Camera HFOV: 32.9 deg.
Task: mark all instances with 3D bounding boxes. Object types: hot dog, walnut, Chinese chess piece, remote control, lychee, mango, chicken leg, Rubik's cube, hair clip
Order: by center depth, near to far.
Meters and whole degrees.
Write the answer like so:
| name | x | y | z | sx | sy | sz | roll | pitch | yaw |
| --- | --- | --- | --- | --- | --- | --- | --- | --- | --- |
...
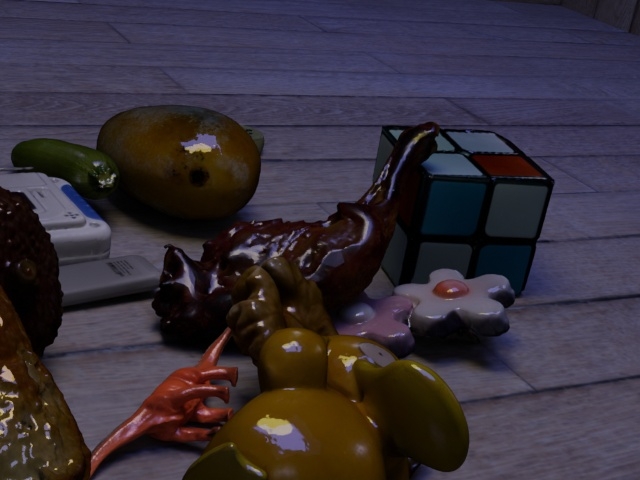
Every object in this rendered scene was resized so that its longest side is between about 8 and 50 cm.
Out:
| name | x | y | z | sx | sy | sz | roll | pitch | yaw |
| --- | --- | --- | --- | --- | --- | --- | --- | --- | --- |
| hot dog | -0.285 | 0.129 | 0.832 | 0.175 | 0.114 | 0.259 | -18 | 59 | -25 |
| lychee | -0.330 | 0.037 | 1.000 | 0.194 | 0.194 | 0.194 | 8 | 23 | -4 |
| walnut | -0.030 | 0.102 | 1.044 | 0.069 | 0.170 | 0.143 | -29 | 0 | 31 |
| remote control | -0.297 | 0.056 | 1.170 | 0.261 | 0.029 | 0.067 | -10 | 31 | -35 |
| chicken leg | 0.000 | 0.000 | 1.202 | 0.407 | 0.096 | 0.158 | -34 | 60 | -20 |
| hair clip | 0.098 | 0.086 | 1.211 | 0.257 | 0.075 | 0.146 | -4 | 31 | -20 |
| Rubik's cube | 0.172 | -0.040 | 1.401 | 0.183 | 0.167 | 0.180 | 2 | 25 | -15 |
| mango | -0.200 | -0.118 | 1.465 | 0.193 | 0.146 | 0.316 | 3 | 17 | -35 |
| Chinese chess piece | -0.131 | -0.160 | 1.727 | 0.084 | 0.034 | 0.084 | 9 | 22 | -4 |

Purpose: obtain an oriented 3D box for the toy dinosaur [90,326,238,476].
| name | x | y | z | sx | sy | sz | roll | pitch | yaw |
| --- | --- | --- | --- | --- | --- | --- | --- | --- | --- |
| toy dinosaur | -0.129 | 0.157 | 0.968 | 0.101 | 0.055 | 0.279 | -2 | 19 | 17 |

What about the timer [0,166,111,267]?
| name | x | y | z | sx | sy | sz | roll | pitch | yaw |
| --- | --- | --- | --- | --- | --- | --- | --- | --- | --- |
| timer | -0.382 | -0.019 | 1.239 | 0.253 | 0.078 | 0.178 | -6 | 28 | -35 |

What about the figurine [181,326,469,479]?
| name | x | y | z | sx | sy | sz | roll | pitch | yaw |
| --- | --- | --- | --- | --- | --- | --- | --- | --- | --- |
| figurine | -0.001 | 0.167 | 0.847 | 0.228 | 0.215 | 0.215 | -33 | 43 | -26 |

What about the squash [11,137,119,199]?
| name | x | y | z | sx | sy | sz | roll | pitch | yaw |
| --- | --- | --- | --- | --- | --- | --- | --- | --- | --- |
| squash | -0.328 | -0.096 | 1.416 | 0.069 | 0.069 | 0.258 | -11 | 18 | -40 |

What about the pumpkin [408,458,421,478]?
| name | x | y | z | sx | sy | sz | roll | pitch | yaw |
| --- | --- | --- | --- | --- | --- | --- | --- | --- | --- |
| pumpkin | 0.042 | 0.190 | 0.985 | 0.101 | 0.035 | 0.073 | 26 | 33 | 14 |
